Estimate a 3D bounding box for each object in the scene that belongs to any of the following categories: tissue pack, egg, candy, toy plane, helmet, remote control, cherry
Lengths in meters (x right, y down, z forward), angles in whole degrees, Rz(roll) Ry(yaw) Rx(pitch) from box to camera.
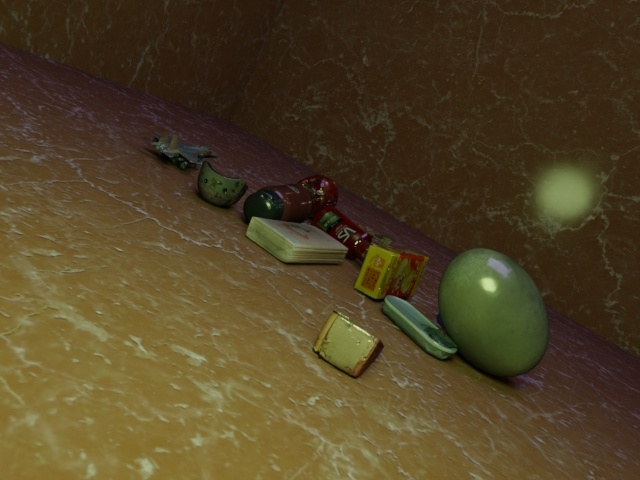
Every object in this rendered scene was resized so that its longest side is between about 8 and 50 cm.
[{"bbox_3d":[-0.059,0.003,1.513,0.170,0.071,0.325,32,13,27],"label":"tissue pack"},{"bbox_3d":[0.444,0.187,1.318,0.352,0.258,0.258,58,10,-7],"label":"egg"},{"bbox_3d":[0.221,0.097,1.543,0.088,0.146,0.276,24,10,32],"label":"candy"},{"bbox_3d":[-0.478,-0.314,1.839,0.223,0.104,0.326,34,10,22],"label":"toy plane"},{"bbox_3d":[-0.311,-0.159,1.571,0.153,0.107,0.177,25,-6,0],"label":"helmet"},{"bbox_3d":[0.253,0.223,1.330,0.104,0.052,0.247,15,18,-40],"label":"remote control"},{"bbox_3d":[-0.015,-0.180,2.083,0.175,0.192,0.250,58,14,4],"label":"cherry"}]

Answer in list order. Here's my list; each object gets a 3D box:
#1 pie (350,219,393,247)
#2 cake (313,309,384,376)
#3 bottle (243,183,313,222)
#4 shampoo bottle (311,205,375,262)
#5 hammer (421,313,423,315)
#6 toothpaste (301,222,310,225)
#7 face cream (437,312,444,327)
[{"bbox_3d":[0.144,-0.021,2.037,0.337,0.075,0.337,21,14,-5],"label":"pie"},{"bbox_3d":[0.061,0.209,1.022,0.109,0.090,0.225,29,-6,15],"label":"cake"},{"bbox_3d":[-0.140,-0.113,1.645,0.144,0.144,0.336,30,14,12],"label":"bottle"},{"bbox_3d":[0.089,-0.016,1.807,0.314,0.118,0.076,42,-15,46],"label":"shampoo bottle"},{"bbox_3d":[0.251,0.198,1.522,0.123,0.014,0.029,28,-1,16],"label":"hammer"},{"bbox_3d":[0.000,0.000,1.710,0.164,0.046,0.034,32,17,16],"label":"toothpaste"},{"bbox_3d":[0.518,0.207,1.561,0.249,0.225,0.249,26,14,-7],"label":"face cream"}]
